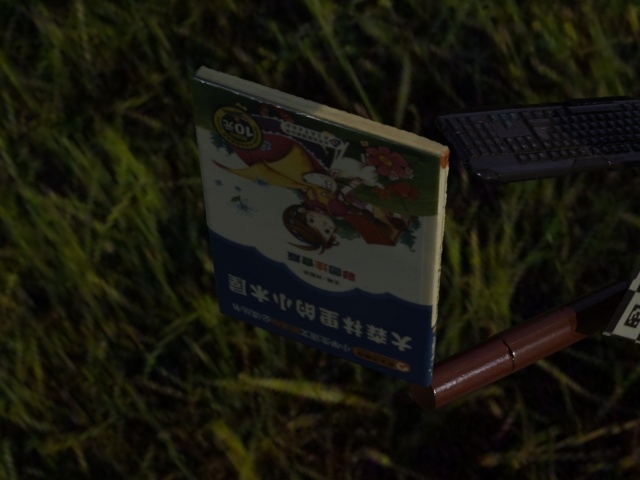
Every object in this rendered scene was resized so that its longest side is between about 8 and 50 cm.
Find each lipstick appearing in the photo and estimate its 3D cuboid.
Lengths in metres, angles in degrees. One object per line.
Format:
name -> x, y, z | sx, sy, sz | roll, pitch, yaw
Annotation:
lipstick -> 0.269, 0.131, 1.777 | 0.356, 0.057, 0.057 | -21, 30, -30

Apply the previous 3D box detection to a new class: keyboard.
keyboard -> 0.240, -0.102, 1.339 | 0.262, 0.016, 0.106 | -7, 49, -26

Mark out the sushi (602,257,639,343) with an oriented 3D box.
sushi -> 0.536, -0.008, 1.864 | 0.064, 0.359, 0.343 | 38, 105, 43

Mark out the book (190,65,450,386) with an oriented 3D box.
book -> 0.000, 0.000, 1.210 | 0.228, 0.322, 0.018 | 19, 52, 18
